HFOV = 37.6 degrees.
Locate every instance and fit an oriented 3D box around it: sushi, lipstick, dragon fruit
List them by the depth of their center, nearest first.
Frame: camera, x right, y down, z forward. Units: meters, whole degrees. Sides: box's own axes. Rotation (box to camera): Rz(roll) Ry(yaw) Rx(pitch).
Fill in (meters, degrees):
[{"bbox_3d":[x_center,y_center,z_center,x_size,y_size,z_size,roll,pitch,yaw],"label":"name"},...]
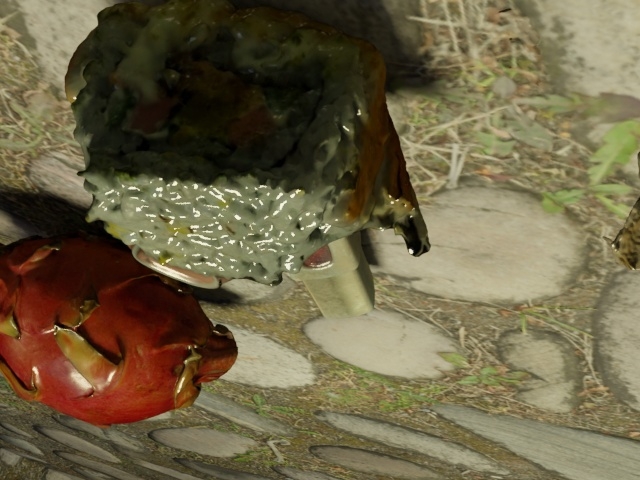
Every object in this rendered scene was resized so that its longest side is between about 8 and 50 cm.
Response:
[{"bbox_3d":[-0.051,-0.073,0.677,0.274,0.184,0.139,9,154,13],"label":"sushi"},{"bbox_3d":[0.000,0.000,0.907,0.078,0.078,0.253,-9,153,9],"label":"lipstick"},{"bbox_3d":[-0.266,0.109,1.137,0.250,0.250,0.315,-10,162,43],"label":"dragon fruit"}]

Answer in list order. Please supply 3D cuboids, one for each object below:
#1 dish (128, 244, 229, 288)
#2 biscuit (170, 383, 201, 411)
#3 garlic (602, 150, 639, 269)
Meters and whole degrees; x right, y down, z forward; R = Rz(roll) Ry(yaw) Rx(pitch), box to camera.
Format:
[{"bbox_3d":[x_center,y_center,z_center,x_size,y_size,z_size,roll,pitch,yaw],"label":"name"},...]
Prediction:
[{"bbox_3d":[-0.129,-0.020,0.939,0.213,0.090,0.213,14,154,7],"label":"dish"},{"bbox_3d":[-0.292,0.174,1.349,0.261,0.037,0.262,20,-170,-4],"label":"biscuit"},{"bbox_3d":[0.300,-0.013,0.688,0.131,0.127,0.194,20,-172,38],"label":"garlic"}]
